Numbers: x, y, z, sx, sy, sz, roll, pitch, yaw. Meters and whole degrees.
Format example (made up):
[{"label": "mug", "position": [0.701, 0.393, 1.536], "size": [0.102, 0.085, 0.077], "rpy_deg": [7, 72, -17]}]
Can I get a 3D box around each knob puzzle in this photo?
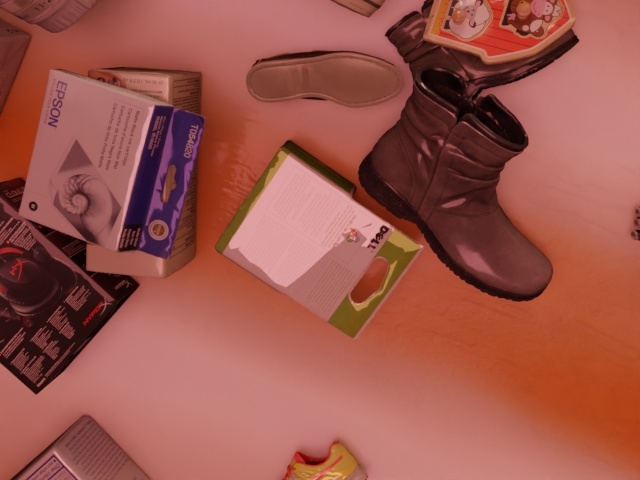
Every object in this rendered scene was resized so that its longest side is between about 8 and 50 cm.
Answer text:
[{"label": "knob puzzle", "position": [0.256, -0.330, 1.339], "size": [0.213, 0.030, 0.213], "rpy_deg": [-1, 71, 2]}]

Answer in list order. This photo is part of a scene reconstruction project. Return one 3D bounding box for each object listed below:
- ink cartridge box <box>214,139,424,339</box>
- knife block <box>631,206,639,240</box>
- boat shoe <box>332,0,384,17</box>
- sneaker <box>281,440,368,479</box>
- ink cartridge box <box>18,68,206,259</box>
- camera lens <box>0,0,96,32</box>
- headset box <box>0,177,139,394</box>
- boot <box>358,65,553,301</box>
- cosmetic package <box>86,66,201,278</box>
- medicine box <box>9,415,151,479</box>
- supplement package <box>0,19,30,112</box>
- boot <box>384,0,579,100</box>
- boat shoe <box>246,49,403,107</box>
[{"label": "ink cartridge box", "position": [0.000, 0.000, 1.464], "size": [0.255, 0.097, 0.188], "rpy_deg": [34, 104, -3]}, {"label": "knife block", "position": [0.597, -0.002, 1.378], "size": [0.242, 0.088, 0.275], "rpy_deg": [-36, 95, 15]}, {"label": "boat shoe", "position": [-0.111, -0.486, 1.333], "size": [0.500, 0.187, 0.156], "rpy_deg": [27, 103, -5]}, {"label": "sneaker", "position": [-0.033, 0.389, 1.568], "size": [0.209, 0.081, 0.094], "rpy_deg": [-28, 90, 7]}, {"label": "ink cartridge box", "position": [-0.293, -0.102, 1.356], "size": [0.224, 0.045, 0.223], "rpy_deg": [18, 105, 8]}, {"label": "camera lens", "position": [-0.424, -0.441, 1.316], "size": [0.219, 0.219, 0.274], "rpy_deg": [-46, 127, 15]}, {"label": "headset box", "position": [-0.474, 0.059, 1.537], "size": [0.293, 0.110, 0.218], "rpy_deg": [42, 104, -2]}, {"label": "boot", "position": [0.226, -0.071, 1.354], "size": [0.338, 0.118, 0.222], "rpy_deg": [35, 136, -2]}, {"label": "cosmetic package", "position": [-0.263, -0.106, 1.451], "size": [0.129, 0.153, 0.296], "rpy_deg": [5, 101, 9]}, {"label": "medicine box", "position": [-0.399, 0.490, 1.600], "size": [0.263, 0.149, 0.289], "rpy_deg": [-42, 94, 14]}, {"label": "supplement package", "position": [-0.625, -0.292, 1.449], "size": [0.293, 0.175, 0.177], "rpy_deg": [27, 107, 2]}, {"label": "boot", "position": [0.226, -0.290, 1.377], "size": [0.247, 0.083, 0.161], "rpy_deg": [-23, 92, 11]}, {"label": "boat shoe", "position": [0.009, -0.242, 1.421], "size": [0.228, 0.068, 0.081], "rpy_deg": [2, 114, 8]}]
